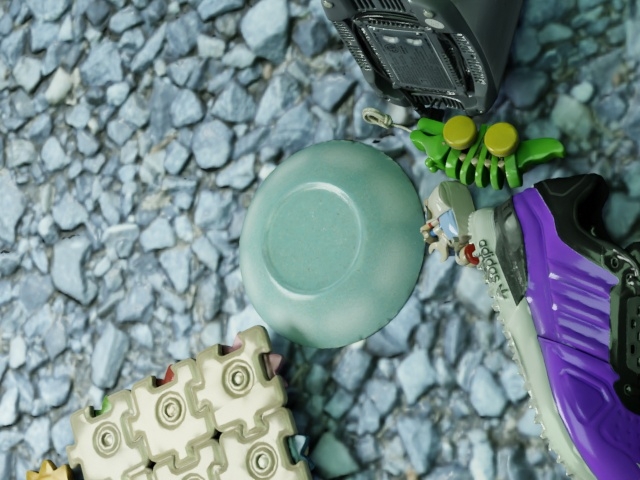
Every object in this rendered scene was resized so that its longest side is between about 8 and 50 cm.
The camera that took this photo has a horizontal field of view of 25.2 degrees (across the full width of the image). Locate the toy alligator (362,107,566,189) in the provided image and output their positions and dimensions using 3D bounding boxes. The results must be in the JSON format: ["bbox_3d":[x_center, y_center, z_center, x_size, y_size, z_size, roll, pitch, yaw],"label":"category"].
[{"bbox_3d":[0.116,-0.075,1.235,0.189,0.056,0.051,11,74,24],"label":"toy alligator"}]

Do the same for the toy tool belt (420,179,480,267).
[{"bbox_3d":[0.113,-0.008,1.245,0.051,0.052,0.083,-42,56,51],"label":"toy tool belt"}]

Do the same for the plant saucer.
[{"bbox_3d":[0.000,0.000,1.306,0.195,0.037,0.195,-6,78,28],"label":"plant saucer"}]

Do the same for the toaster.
[{"bbox_3d":[0.098,-0.206,1.205,0.129,0.227,0.146,11,69,29],"label":"toaster"}]

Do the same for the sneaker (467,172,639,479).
[{"bbox_3d":[0.230,0.073,1.130,0.146,0.102,0.293,-29,69,20],"label":"sneaker"}]

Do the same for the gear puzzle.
[{"bbox_3d":[-0.153,0.218,1.351,0.339,0.044,0.175,-27,71,25],"label":"gear puzzle"}]
